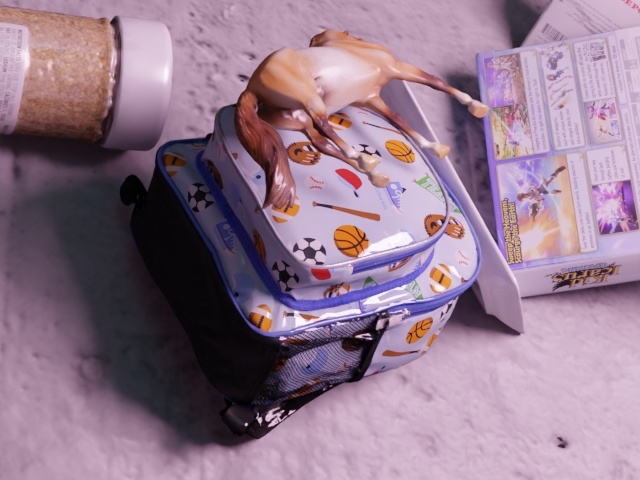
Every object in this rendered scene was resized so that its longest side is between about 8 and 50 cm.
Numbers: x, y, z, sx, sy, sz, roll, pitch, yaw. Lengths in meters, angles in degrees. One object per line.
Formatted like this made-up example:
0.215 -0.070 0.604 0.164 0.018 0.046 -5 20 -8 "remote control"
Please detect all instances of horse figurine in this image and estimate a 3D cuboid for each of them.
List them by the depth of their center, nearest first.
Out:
0.013 -0.113 1.267 0.174 0.066 0.263 36 38 21 "horse figurine"

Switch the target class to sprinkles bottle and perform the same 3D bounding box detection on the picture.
-0.313 -0.155 1.370 0.355 0.121 0.121 5 56 -19 "sprinkles bottle"

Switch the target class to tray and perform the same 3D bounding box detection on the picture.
0.117 -0.040 1.470 0.030 0.145 0.270 -27 66 0 "tray"

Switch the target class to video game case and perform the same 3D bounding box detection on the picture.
0.288 -0.085 1.532 0.244 0.061 0.269 -8 57 9 "video game case"

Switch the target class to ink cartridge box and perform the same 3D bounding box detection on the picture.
0.297 -0.234 1.649 0.109 0.150 0.063 37 46 5 "ink cartridge box"

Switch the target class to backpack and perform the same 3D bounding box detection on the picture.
0.000 0.000 1.348 0.263 0.213 0.276 -6 56 -37 "backpack"
